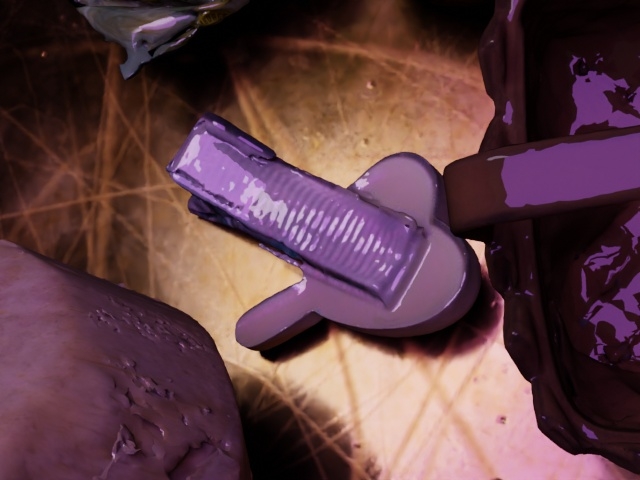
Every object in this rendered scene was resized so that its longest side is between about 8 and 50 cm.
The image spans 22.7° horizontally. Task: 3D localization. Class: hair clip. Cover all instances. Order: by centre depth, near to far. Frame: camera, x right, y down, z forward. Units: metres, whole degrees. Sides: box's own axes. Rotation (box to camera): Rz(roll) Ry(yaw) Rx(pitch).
[{"bbox_3d":[-0.001,0.003,1.011,0.218,0.071,0.159,26,86,27],"label":"hair clip"}]

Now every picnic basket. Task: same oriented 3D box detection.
[{"bbox_3d":[0.205,-0.026,0.813,0.254,0.321,0.291,-7,86,11],"label":"picnic basket"}]

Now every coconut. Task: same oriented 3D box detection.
[{"bbox_3d":[-0.187,0.169,0.892,0.352,0.352,0.353,-4,74,15],"label":"coconut"}]

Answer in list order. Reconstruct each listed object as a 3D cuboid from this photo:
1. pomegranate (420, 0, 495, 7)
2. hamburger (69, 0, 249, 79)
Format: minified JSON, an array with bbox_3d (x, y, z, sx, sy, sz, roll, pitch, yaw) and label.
[{"bbox_3d":[0.073,-0.215,1.006,0.129,0.159,0.129,-21,61,43],"label":"pomegranate"},{"bbox_3d":[-0.105,-0.222,1.073,0.214,0.125,0.235,16,66,30],"label":"hamburger"}]
